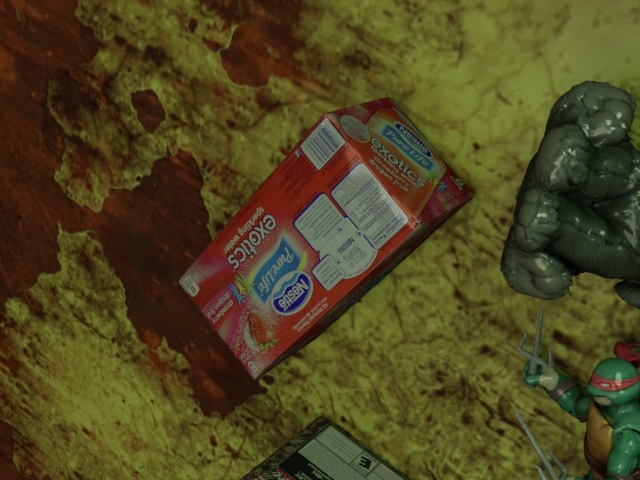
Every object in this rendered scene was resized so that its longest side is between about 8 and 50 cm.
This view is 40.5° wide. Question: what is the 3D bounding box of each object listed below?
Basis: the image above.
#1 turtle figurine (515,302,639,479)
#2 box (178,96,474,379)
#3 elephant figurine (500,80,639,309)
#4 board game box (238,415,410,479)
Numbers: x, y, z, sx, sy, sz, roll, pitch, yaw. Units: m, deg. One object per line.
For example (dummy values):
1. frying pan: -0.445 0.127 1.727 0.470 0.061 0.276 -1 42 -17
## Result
1. turtle figurine: 0.229 0.177 0.717 0.118 0.175 0.234 -6 111 14
2. box: 0.000 0.000 0.818 0.128 0.123 0.257 51 125 10
3. elephant figurine: 0.263 -0.002 0.624 0.240 0.186 0.169 18 136 9
4. board game box: -0.006 0.340 0.824 0.232 0.291 0.141 33 120 21
